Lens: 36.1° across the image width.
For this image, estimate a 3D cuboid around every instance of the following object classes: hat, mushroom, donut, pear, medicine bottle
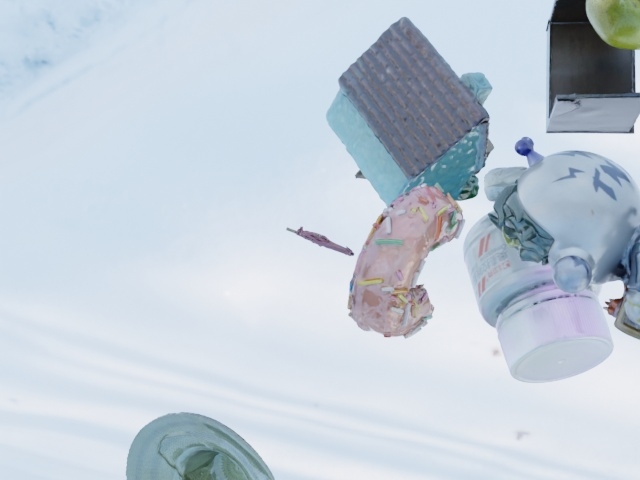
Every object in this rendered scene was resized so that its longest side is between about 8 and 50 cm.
[{"bbox_3d":[-0.129,0.326,1.317,0.252,0.252,0.110,-5,-167,29],"label":"hat"},{"bbox_3d":[0.429,-0.117,1.953,0.223,0.081,0.092,-5,160,45],"label":"mushroom"},{"bbox_3d":[0.123,0.038,1.389,0.085,0.233,0.199,28,-154,28],"label":"donut"},{"bbox_3d":[0.596,-0.442,1.828,0.198,0.198,0.198,8,155,4],"label":"pear"},{"bbox_3d":[0.421,0.098,1.888,0.241,0.302,0.241,-9,148,-5],"label":"medicine bottle"}]

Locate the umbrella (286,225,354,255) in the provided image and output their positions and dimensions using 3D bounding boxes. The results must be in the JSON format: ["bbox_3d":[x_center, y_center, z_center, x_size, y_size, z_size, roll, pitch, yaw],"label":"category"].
[{"bbox_3d":[0.000,0.000,2.102,0.165,0.025,0.027,22,122,20],"label":"umbrella"}]

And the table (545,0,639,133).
[{"bbox_3d":[0.579,-0.374,2.054,0.196,0.251,0.282,2,172,9],"label":"table"}]

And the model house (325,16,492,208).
[{"bbox_3d":[0.181,-0.234,1.660,0.230,0.280,0.249,-10,145,-39],"label":"model house"}]

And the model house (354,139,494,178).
[{"bbox_3d":[0.170,-0.159,1.888,0.248,0.181,0.176,-23,157,-18],"label":"model house"}]

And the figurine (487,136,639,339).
[{"bbox_3d":[0.404,0.010,1.307,0.382,0.186,0.261,33,-160,21],"label":"figurine"}]
